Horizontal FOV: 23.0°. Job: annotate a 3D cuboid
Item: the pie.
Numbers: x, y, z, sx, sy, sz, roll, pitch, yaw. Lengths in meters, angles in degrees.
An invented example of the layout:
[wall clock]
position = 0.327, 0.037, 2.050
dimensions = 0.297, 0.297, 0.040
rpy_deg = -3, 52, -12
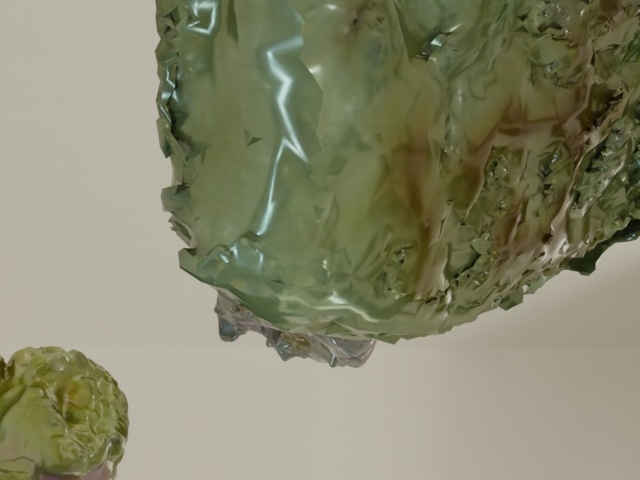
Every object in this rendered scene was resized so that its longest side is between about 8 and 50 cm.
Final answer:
[pie]
position = 0.091, -0.175, 0.517
dimensions = 0.180, 0.418, 0.395
rpy_deg = 13, -58, 41

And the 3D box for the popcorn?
[popcorn]
position = -0.176, 0.134, 0.951
dimensions = 0.126, 0.126, 0.145
rpy_deg = 58, 26, -61

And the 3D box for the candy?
[candy]
position = 0.000, 0.000, 1.298
dimensions = 0.185, 0.137, 0.195
rpy_deg = 137, -25, -78
